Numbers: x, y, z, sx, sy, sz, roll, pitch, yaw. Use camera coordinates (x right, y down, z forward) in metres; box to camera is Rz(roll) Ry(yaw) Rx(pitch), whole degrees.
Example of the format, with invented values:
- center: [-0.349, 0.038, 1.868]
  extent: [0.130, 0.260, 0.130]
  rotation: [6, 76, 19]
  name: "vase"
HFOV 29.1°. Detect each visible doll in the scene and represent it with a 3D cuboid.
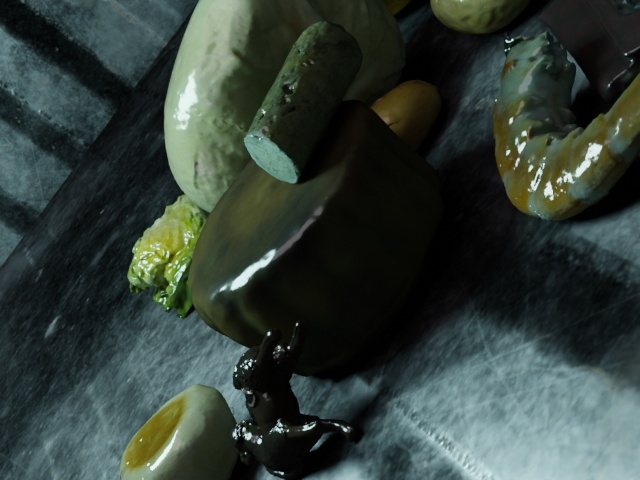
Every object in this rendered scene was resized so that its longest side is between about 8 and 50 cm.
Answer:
- center: [-0.045, 0.164, 1.201]
  extent: [0.057, 0.139, 0.165]
  rotation: [-22, -6, -42]
  name: "doll"

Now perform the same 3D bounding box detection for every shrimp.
- center: [0.222, -0.107, 1.088]
  extent: [0.287, 0.068, 0.185]
  rotation: [-179, 103, -74]
  name: "shrimp"

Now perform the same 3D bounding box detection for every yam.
- center: [-0.018, -0.141, 1.259]
  extent: [0.078, 0.078, 0.179]
  rotation: [-23, 35, 52]
  name: "yam"

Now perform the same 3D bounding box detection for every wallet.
- center: [0.308, -0.236, 1.188]
  extent: [0.182, 0.049, 0.229]
  rotation: [-43, 25, 19]
  name: "wallet"

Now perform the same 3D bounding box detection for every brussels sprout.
- center: [-0.205, 0.020, 1.797]
  extent: [0.139, 0.100, 0.181]
  rotation: [-25, 32, 33]
  name: "brussels sprout"

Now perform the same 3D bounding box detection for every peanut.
- center: [0.199, -0.315, 1.454]
  extent: [0.159, 0.109, 0.140]
  rotation: [-45, 22, 16]
  name: "peanut"

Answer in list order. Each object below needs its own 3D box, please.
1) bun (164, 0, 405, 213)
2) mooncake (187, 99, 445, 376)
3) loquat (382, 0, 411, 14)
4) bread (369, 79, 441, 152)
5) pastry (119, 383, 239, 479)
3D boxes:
- center: [-0.036, -0.187, 1.551]
  extent: [0.213, 0.361, 0.361]
  rotation: [26, 77, 32]
  name: "bun"
- center: [0.000, 0.000, 1.303]
  extent: [0.290, 0.161, 0.290]
  rotation: [-41, 23, 22]
  name: "mooncake"
- center: [0.040, -0.443, 1.779]
  extent: [0.275, 0.275, 0.275]
  rotation: [-43, 23, 24]
  name: "loquat"
- center: [0.069, -0.118, 1.468]
  extent: [0.189, 0.077, 0.114]
  rotation: [-51, 25, -2]
  name: "bread"
- center: [-0.149, 0.233, 1.346]
  extent: [0.156, 0.092, 0.156]
  rotation: [-40, 27, 25]
  name: "pastry"
